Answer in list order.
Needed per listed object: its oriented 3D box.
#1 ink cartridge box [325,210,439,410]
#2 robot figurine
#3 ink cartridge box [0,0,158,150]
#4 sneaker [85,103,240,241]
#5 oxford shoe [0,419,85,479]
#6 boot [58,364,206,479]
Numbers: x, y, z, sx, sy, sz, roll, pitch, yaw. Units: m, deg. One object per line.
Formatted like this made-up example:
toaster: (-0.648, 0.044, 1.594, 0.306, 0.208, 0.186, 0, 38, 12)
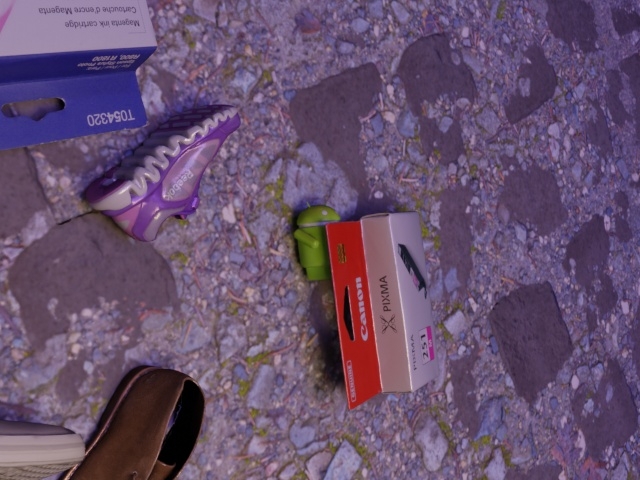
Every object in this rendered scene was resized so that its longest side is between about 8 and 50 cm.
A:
ink cartridge box: (0.100, 0.096, 1.279, 0.239, 0.060, 0.274, -8, 91, -64)
robot figurine: (0.000, 0.000, 1.245, 0.101, 0.067, 0.115, -4, 88, -52)
ink cartridge box: (-0.338, -0.274, 0.952, 0.324, 0.072, 0.329, -21, 98, -49)
sneaker: (-0.184, -0.085, 1.085, 0.236, 0.095, 0.104, -46, 122, -29)
oxford shoe: (-0.433, 0.182, 0.801, 0.450, 0.169, 0.130, 12, 53, -40)
boot: (-0.228, 0.289, 0.986, 0.112, 0.115, 0.305, 37, 64, -35)
